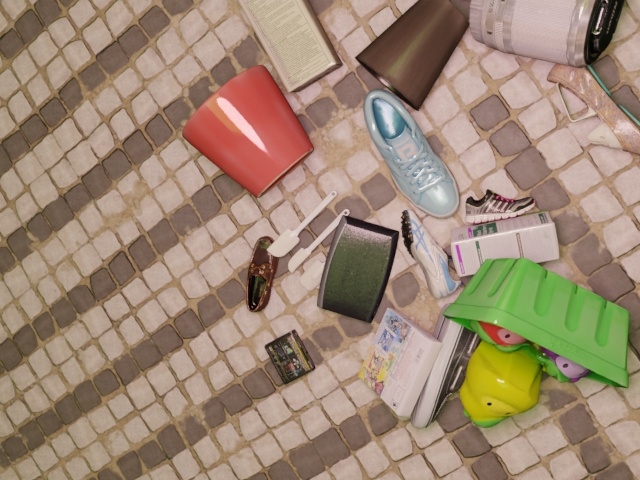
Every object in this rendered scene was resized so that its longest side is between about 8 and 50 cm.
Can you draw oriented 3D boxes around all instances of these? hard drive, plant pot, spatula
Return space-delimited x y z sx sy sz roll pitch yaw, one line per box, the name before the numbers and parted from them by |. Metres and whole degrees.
hard drive | 0.093 0.077 1.612 0.172 0.054 0.255 17 100 5
plant pot | -0.164 -0.259 1.570 0.275 0.275 0.243 -41 92 15
spatula | 0.000 0.000 1.648 0.242 0.019 0.168 -44 91 9

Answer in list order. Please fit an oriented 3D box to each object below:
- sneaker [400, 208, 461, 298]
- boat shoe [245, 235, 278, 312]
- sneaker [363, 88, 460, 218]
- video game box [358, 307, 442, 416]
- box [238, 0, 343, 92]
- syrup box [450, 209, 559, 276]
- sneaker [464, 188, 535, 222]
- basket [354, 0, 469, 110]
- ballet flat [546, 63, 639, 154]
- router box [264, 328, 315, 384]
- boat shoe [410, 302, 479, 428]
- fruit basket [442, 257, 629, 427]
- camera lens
sneaker | 0.271 0.027 1.562 0.086 0.085 0.237 -24 84 -10
boat shoe | -0.160 0.092 1.682 0.073 0.073 0.207 6 95 16
sneaker | 0.207 -0.205 1.516 0.135 0.150 0.366 -37 84 16
video game box | 0.194 0.299 1.559 0.187 0.048 0.205 36 107 51
box | -0.084 -0.540 1.558 0.148 0.121 0.311 -26 97 16
syrup box | 0.434 0.007 1.490 0.236 0.093 0.096 -11 109 16
sneaker | 0.427 -0.091 1.510 0.170 0.063 0.075 -11 98 21
basket | 0.230 -0.463 1.494 0.204 0.154 0.227 41 100 7
ballet flat | 0.633 -0.286 1.426 0.106 0.107 0.316 -39 74 20
router box | -0.083 0.315 1.695 0.092 0.038 0.122 -29 87 16
boat shoe | 0.318 0.322 1.543 0.119 0.121 0.335 16 104 -6
fruit basket | 0.451 0.260 1.395 0.392 0.283 0.392 1 87 -14
camera lens | 0.491 -0.504 1.353 0.274 0.219 0.219 24 101 31
